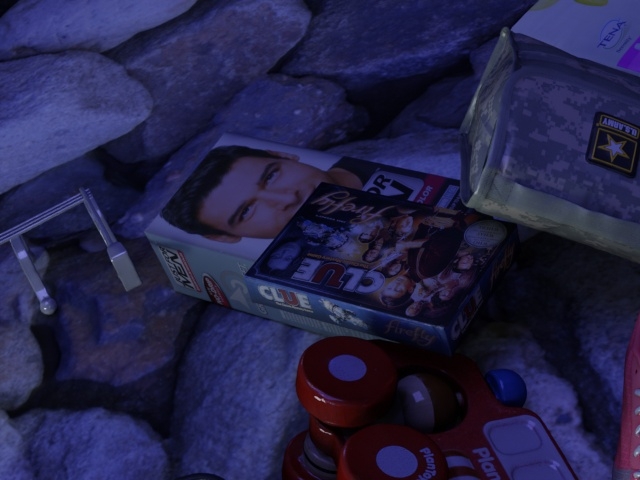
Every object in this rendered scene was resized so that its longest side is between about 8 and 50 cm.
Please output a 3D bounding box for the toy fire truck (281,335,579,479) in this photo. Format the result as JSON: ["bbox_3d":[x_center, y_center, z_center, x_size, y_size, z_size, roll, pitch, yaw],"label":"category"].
[{"bbox_3d":[0.109,0.212,1.323,0.254,0.169,0.302,-6,40,-18],"label":"toy fire truck"}]

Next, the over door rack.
[{"bbox_3d":[-0.349,0.060,1.655,0.239,0.108,0.324,-29,22,-8],"label":"over door rack"}]

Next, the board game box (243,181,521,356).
[{"bbox_3d":[0.064,0.024,1.415,0.243,0.042,0.165,13,48,31],"label":"board game box"}]

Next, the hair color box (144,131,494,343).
[{"bbox_3d":[0.000,0.000,1.589,0.374,0.113,0.185,14,53,33],"label":"hair color box"}]

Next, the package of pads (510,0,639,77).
[{"bbox_3d":[0.401,-0.285,1.719,0.229,0.101,0.296,23,58,37],"label":"package of pads"}]

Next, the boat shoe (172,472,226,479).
[{"bbox_3d":[-0.237,0.398,1.229,0.187,0.156,0.500,29,57,36],"label":"boat shoe"}]

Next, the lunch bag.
[{"bbox_3d":[0.274,-0.086,1.405,0.235,0.169,0.287,20,25,-5],"label":"lunch bag"}]

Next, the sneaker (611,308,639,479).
[{"bbox_3d":[0.321,0.165,1.276,0.116,0.136,0.314,-6,45,19],"label":"sneaker"}]
